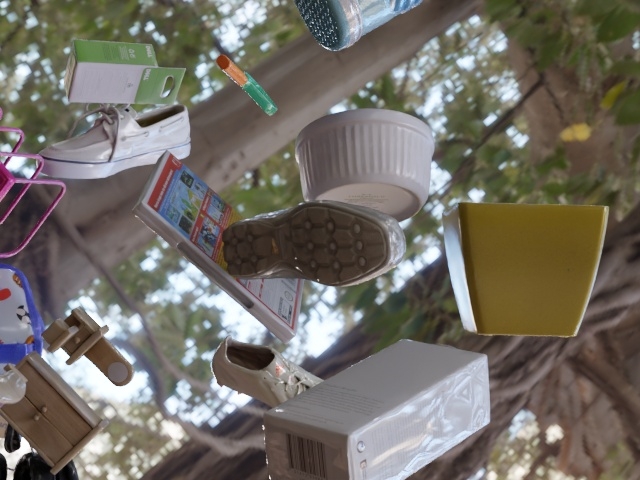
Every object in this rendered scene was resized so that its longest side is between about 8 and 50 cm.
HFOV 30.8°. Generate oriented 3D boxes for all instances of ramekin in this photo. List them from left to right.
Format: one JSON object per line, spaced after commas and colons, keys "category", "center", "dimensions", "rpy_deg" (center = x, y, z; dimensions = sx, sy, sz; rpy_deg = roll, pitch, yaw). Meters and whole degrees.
{"category": "ramekin", "center": [0.067, -0.099, 1.713], "dimensions": [0.207, 0.207, 0.109], "rpy_deg": [-36, -130, 53]}

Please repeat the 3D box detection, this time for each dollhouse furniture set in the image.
{"category": "dollhouse furniture set", "center": [-0.443, 0.277, 1.732], "dimensions": [0.174, 0.303, 0.355], "rpy_deg": [46, 6, -1]}

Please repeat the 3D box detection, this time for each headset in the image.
{"category": "headset", "center": [-0.516, 0.380, 1.927], "dimensions": [0.394, 0.243, 0.185], "rpy_deg": [-138, -123, -75]}

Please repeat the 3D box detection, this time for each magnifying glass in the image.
{"category": "magnifying glass", "center": [-0.134, -0.285, 2.098], "dimensions": [0.092, 0.026, 0.231], "rpy_deg": [52, 8, 19]}

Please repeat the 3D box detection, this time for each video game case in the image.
{"category": "video game case", "center": [-0.137, 0.006, 1.666], "dimensions": [0.285, 0.204, 0.025], "rpy_deg": [42, -70, -15]}

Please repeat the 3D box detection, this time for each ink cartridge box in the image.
{"category": "ink cartridge box", "center": [-0.372, -0.316, 2.206], "dimensions": [0.109, 0.209, 0.062], "rpy_deg": [119, -38, -48]}

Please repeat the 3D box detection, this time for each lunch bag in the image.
{"category": "lunch bag", "center": [-0.701, 0.152, 2.085], "dimensions": [0.385, 0.328, 0.239], "rpy_deg": [18, -75, 60]}

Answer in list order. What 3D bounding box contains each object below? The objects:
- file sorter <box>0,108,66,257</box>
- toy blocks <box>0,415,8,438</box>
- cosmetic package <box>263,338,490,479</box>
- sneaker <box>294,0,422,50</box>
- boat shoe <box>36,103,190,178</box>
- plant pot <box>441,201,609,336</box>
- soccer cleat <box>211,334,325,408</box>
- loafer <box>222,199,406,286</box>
{"category": "file sorter", "center": [-0.623, -0.129, 2.047], "dimensions": [0.290, 0.182, 0.202], "rpy_deg": [48, -71, 19]}
{"category": "toy blocks", "center": [-0.579, 0.326, 2.242], "dimensions": [0.148, 0.123, 0.054], "rpy_deg": [-153, -127, -71]}
{"category": "cosmetic package", "center": [0.062, 0.179, 1.176], "dimensions": [0.117, 0.231, 0.085], "rpy_deg": [8, -71, 42]}
{"category": "sneaker", "center": [0.035, -0.434, 1.588], "dimensions": [0.319, 0.208, 0.127], "rpy_deg": [66, -21, -4]}
{"category": "boat shoe", "center": [-0.411, -0.227, 2.364], "dimensions": [0.136, 0.367, 0.156], "rpy_deg": [26, -60, 42]}
{"category": "plant pot", "center": [0.293, 0.046, 1.713], "dimensions": [0.212, 0.212, 0.187], "rpy_deg": [107, -15, -87]}
{"category": "soccer cleat", "center": [-0.045, 0.179, 1.459], "dimensions": [0.196, 0.068, 0.076], "rpy_deg": [21, -45, 4]}
{"category": "loafer", "center": [0.000, 0.000, 1.464], "dimensions": [0.319, 0.111, 0.112], "rpy_deg": [1, -80, 51]}
